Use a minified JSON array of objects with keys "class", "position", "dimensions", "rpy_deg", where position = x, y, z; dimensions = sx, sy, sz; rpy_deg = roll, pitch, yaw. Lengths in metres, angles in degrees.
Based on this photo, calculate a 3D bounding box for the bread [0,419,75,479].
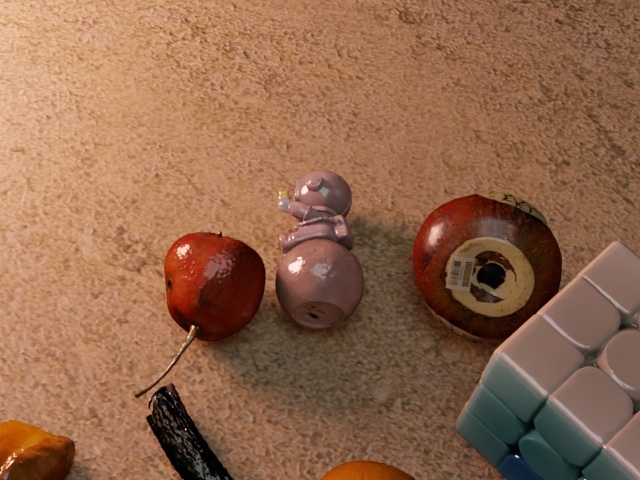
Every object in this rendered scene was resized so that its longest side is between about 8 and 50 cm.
[{"class":"bread","position":[-0.447,0.344,1.505],"dimensions":[0.129,0.134,0.260],"rpy_deg":[25,57,8]}]

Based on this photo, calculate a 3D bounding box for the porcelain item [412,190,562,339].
[{"class":"porcelain item","position":[0.269,0.033,1.800],"dimensions":[0.252,0.253,0.253],"rpy_deg":[4,57,-7]}]

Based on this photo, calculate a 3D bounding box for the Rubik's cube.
[{"class":"Rubik's cube","position":[0.417,0.236,1.620],"dimensions":[0.291,0.292,0.290],"rpy_deg":[-38,71,-27]}]

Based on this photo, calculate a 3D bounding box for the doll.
[{"class":"doll","position":[0.000,0.000,1.797],"dimensions":[0.150,0.151,0.287],"rpy_deg":[5,54,-6]}]

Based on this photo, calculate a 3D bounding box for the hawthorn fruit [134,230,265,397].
[{"class":"hawthorn fruit","position":[-0.190,0.122,1.692],"dimensions":[0.165,0.165,0.286],"rpy_deg":[19,66,3]}]

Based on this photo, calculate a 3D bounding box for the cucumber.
[{"class":"cucumber","position":[-0.180,0.324,1.604],"dimensions":[0.067,0.067,0.245],"rpy_deg":[-27,66,-24]}]

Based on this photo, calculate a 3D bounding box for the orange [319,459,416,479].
[{"class":"orange","position":[0.065,0.409,1.517],"dimensions":[0.206,0.206,0.206],"rpy_deg":[4,57,-7]}]
